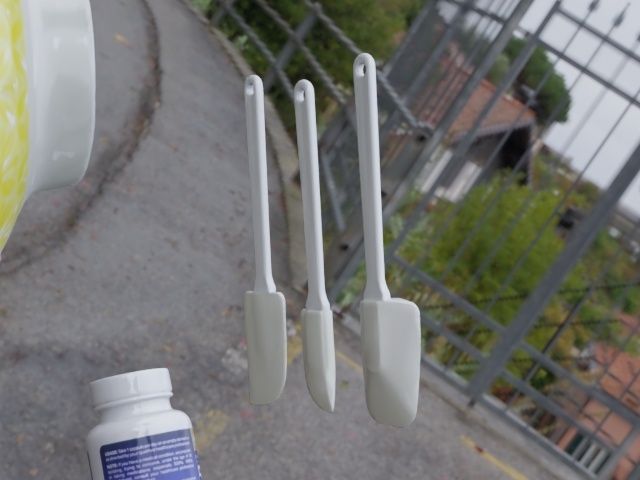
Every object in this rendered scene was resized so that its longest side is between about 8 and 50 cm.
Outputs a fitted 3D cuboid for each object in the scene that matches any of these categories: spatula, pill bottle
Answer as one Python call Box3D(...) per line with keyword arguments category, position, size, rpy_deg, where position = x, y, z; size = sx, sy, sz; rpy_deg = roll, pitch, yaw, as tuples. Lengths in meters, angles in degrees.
Box3D(category="spatula", position=(0.000, 0.000, 0.717), size=(0.019, 0.241, 0.168), rpy_deg=(-3, 1, -39))
Box3D(category="pill bottle", position=(-0.181, 0.231, 1.085), size=(0.112, 0.112, 0.186), rpy_deg=(10, 66, -66))

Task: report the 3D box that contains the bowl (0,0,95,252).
Box3D(category="bowl", position=(-0.178, -0.070, 0.410), size=(0.156, 0.289, 0.289), rpy_deg=(-6, 29, -25))
